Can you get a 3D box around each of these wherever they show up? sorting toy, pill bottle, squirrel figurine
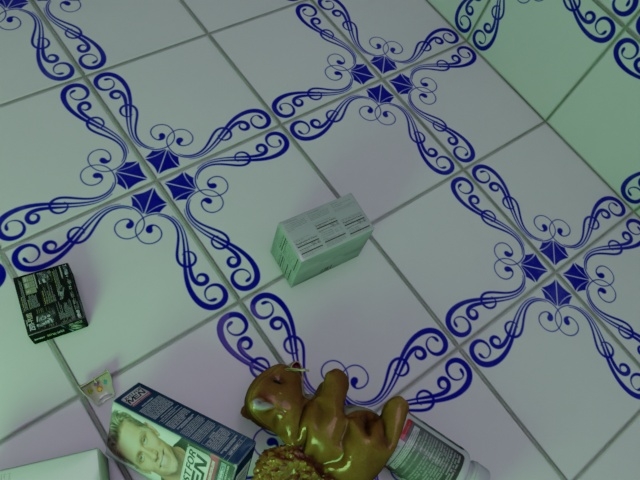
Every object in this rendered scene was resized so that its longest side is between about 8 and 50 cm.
[{"bbox_3d":[-0.590,0.399,1.508,0.083,0.045,0.075,-31,80,-25],"label":"sorting toy"},{"bbox_3d":[0.300,0.603,1.531,0.283,0.161,0.161,33,61,6],"label":"pill bottle"},{"bbox_3d":[-0.038,0.510,1.425,0.371,0.281,0.396,26,68,-9],"label":"squirrel figurine"}]

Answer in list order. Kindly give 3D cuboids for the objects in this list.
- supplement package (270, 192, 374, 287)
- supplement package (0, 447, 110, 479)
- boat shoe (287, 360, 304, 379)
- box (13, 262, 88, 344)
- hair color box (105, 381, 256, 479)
[{"bbox_3d":[0.000,0.000,1.754,0.262,0.204,0.145,-23,71,-23],"label":"supplement package"},{"bbox_3d":[-0.646,0.614,1.302,0.293,0.175,0.177,-8,63,-16],"label":"supplement package"},{"bbox_3d":[-0.079,0.423,1.597,0.063,0.059,0.169,6,62,-10],"label":"boat shoe"},{"bbox_3d":[-0.748,0.173,1.567,0.148,0.077,0.180,-19,68,-21],"label":"box"},{"bbox_3d":[-0.345,0.506,1.372,0.348,0.173,0.105,21,21,16],"label":"hair color box"}]
